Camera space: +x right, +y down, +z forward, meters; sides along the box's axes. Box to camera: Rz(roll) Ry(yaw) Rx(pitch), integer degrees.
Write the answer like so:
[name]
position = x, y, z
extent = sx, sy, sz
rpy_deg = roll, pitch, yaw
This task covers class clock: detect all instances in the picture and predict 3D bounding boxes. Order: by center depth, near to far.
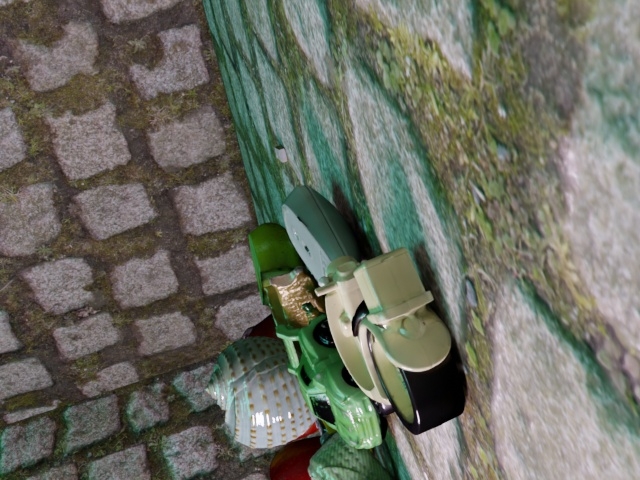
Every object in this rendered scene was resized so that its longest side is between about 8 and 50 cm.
[clock]
position = 0.097, 0.145, 1.029
extent = 0.379, 0.120, 0.277
rpy_deg = 147, 102, -77

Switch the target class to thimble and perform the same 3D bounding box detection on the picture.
[thimble]
position = 0.076, 0.600, 1.737
extent = 0.219, 0.150, 0.219
rpy_deg = 43, 163, 16

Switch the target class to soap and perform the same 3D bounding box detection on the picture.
[soap]
position = -0.036, 0.265, 1.943
extent = 0.304, 0.169, 0.339
rpy_deg = 62, -172, -79

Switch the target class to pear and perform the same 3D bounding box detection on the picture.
[pear]
position = -0.153, 0.063, 2.353
extent = 0.292, 0.159, 0.293
rpy_deg = 166, 90, -79

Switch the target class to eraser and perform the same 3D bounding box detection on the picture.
[eraser]
position = -0.111, -0.242, 1.903
extent = 0.083, 0.019, 0.038
rpy_deg = -129, 22, -70

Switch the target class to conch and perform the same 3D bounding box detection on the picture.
[conch]
position = -0.145, 0.383, 1.840
extent = 0.215, 0.319, 0.303
rpy_deg = 64, -175, -45

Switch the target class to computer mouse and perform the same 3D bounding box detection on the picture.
[computer mouse]
position = 0.022, 0.010, 1.281
extent = 0.288, 0.097, 0.160
rpy_deg = 51, 158, 39

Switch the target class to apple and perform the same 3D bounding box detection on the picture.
[apple]
position = -0.006, 0.770, 2.188
extent = 0.288, 0.316, 0.288
rpy_deg = 157, 90, -90

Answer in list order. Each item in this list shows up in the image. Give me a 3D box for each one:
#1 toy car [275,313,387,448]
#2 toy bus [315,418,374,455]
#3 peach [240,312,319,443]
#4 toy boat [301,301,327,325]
[toy car]
position = 0.029, 0.326, 1.602
extent = 0.359, 0.176, 0.214
rpy_deg = -120, 14, -55
[toy bus]
position = 0.066, 0.568, 1.944
extent = 0.144, 0.152, 0.330
rpy_deg = -126, 17, -50
[peach]
position = -0.106, 0.441, 2.256
extent = 0.353, 0.339, 0.417
rpy_deg = -29, 75, 43
[toy boat]
position = 0.017, 0.266, 1.831
extent = 0.088, 0.089, 0.230
rpy_deg = 18, 135, 54
